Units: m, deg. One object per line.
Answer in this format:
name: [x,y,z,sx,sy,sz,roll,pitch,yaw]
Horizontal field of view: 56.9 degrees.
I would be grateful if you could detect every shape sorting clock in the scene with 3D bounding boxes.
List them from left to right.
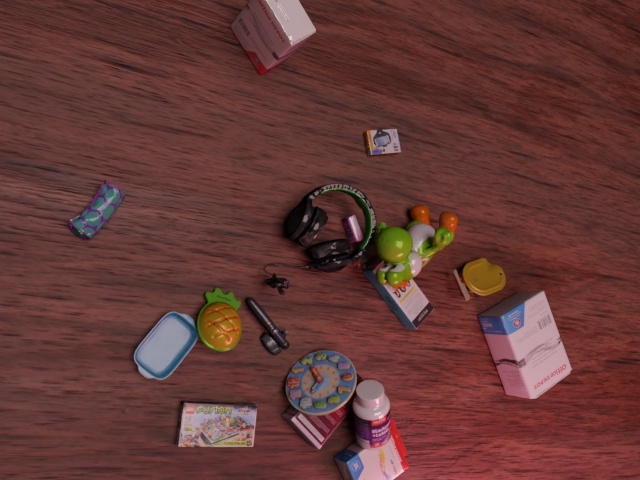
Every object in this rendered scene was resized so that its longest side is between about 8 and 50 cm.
shape sorting clock: [0.000,0.395,1.660,0.206,0.206,0.040,-47,136,-24]

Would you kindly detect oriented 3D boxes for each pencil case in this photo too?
pencil case: [-0.565,-0.075,1.490,0.070,0.064,0.152,47,64,-33]

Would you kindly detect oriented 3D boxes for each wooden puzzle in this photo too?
wooden puzzle: [0.117,0.054,1.857,0.049,0.006,0.083,-34,99,-26]

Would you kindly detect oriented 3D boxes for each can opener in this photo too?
can opener: [-0.151,0.236,1.668,0.073,0.059,0.186,-36,101,-25]

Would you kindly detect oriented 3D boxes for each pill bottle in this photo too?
pill bottle: [0.147,0.499,1.699,0.108,0.108,0.194,-25,125,-27]

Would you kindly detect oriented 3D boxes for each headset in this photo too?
headset: [0.000,0.000,1.702,0.394,0.185,0.243,-41,102,-14]

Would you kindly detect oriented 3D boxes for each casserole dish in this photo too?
casserole dish: [-0.405,0.274,1.546,0.114,0.037,0.188,43,66,-16]

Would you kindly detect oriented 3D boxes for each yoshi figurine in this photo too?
yoshi figurine: [0.278,-0.007,1.797,0.203,0.203,0.362,47,47,1]

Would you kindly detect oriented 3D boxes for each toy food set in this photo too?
toy food set: [0.534,0.141,2.034,0.217,0.071,0.128,-14,67,-30]

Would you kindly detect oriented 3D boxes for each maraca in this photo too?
maraca: [-0.270,0.213,1.593,0.127,0.099,0.186,22,48,-26]

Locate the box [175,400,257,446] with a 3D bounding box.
box: [-0.277,0.494,1.585,0.207,0.036,0.114,9,80,-26]

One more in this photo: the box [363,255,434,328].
box: [0.250,0.160,1.882,0.100,0.060,0.244,-43,103,-25]

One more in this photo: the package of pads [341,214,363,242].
package of pads: [0.100,-0.036,1.835,0.032,0.050,0.083,-24,95,-27]

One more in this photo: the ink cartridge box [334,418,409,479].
ink cartridge box: [0.172,0.653,1.773,0.231,0.078,0.134,-26,96,-28]

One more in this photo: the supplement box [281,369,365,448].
supplement box: [0.017,0.466,1.719,0.239,0.073,0.130,-46,105,-23]

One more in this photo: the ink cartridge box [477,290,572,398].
ink cartridge box: [0.712,0.359,2.057,0.223,0.129,0.307,-23,94,-28]

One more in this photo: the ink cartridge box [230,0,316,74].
ink cartridge box: [-0.138,-0.602,1.675,0.100,0.237,0.172,-37,101,-26]

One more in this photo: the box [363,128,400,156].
box: [0.209,-0.323,1.939,0.136,0.028,0.081,-10,88,-26]
